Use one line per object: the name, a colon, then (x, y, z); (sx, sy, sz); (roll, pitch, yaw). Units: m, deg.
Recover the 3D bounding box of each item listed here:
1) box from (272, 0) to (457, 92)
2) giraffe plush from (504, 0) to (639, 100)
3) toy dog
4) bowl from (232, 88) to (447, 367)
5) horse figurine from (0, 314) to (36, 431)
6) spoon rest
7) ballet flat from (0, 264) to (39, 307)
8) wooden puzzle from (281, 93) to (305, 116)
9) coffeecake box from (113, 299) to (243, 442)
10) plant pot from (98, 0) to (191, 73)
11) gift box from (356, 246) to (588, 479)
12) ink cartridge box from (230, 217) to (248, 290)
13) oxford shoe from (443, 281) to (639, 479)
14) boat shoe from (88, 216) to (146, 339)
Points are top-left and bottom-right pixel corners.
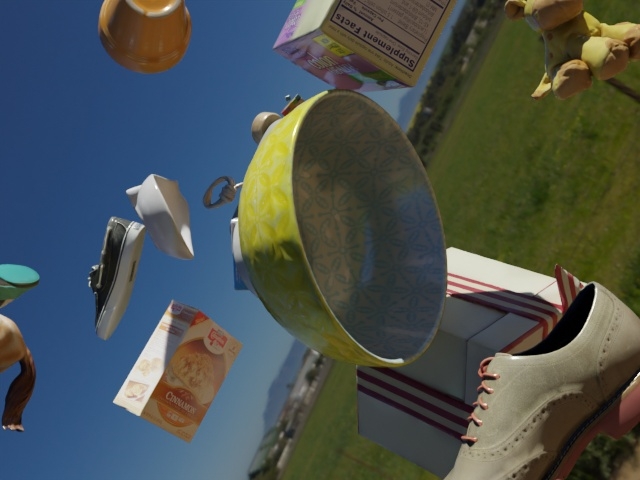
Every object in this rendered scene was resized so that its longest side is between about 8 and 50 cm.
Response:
box: (0.072, -0.298, 0.866); (0.243, 0.117, 0.213); (-62, 18, -1)
giraffe plush: (0.381, -0.326, 1.194); (0.181, 0.170, 0.210); (-30, 10, -6)
toy dog: (-0.096, -0.145, 1.796); (0.161, 0.220, 0.334); (31, -85, -44)
bowl: (0.000, 0.000, 0.842); (0.156, 0.289, 0.289); (-15, 31, 34)
horse figurine: (-0.458, 0.128, 1.001); (0.066, 0.263, 0.174); (-12, 35, 56)
spoon rest: (-0.243, -0.050, 1.218); (0.084, 0.137, 0.276); (-29, 21, -12)
ballet flat: (-0.670, 0.099, 1.590); (0.087, 0.083, 0.247); (-58, -11, 7)
wooden puzzle: (-0.045, -0.250, 1.521); (0.049, 0.083, 0.006); (-48, 40, 2)
coffeecake box: (-0.226, 0.214, 1.274); (0.185, 0.068, 0.142); (-62, -37, -17)
plant pot: (-0.375, -0.498, 1.711); (0.205, 0.205, 0.188); (-64, 10, -21)
gift box: (0.204, 0.155, 1.016); (0.255, 0.258, 0.276); (-29, -55, -39)
ink cartridge box: (-0.074, 0.022, 1.545); (0.082, 0.190, 0.140); (-52, -40, -82)
oxford shoe: (0.174, 0.178, 0.746); (0.348, 0.130, 0.123); (-38, 2, -16)
boat shoe: (-0.373, 0.066, 1.397); (0.078, 0.070, 0.219); (-46, -26, -84)
